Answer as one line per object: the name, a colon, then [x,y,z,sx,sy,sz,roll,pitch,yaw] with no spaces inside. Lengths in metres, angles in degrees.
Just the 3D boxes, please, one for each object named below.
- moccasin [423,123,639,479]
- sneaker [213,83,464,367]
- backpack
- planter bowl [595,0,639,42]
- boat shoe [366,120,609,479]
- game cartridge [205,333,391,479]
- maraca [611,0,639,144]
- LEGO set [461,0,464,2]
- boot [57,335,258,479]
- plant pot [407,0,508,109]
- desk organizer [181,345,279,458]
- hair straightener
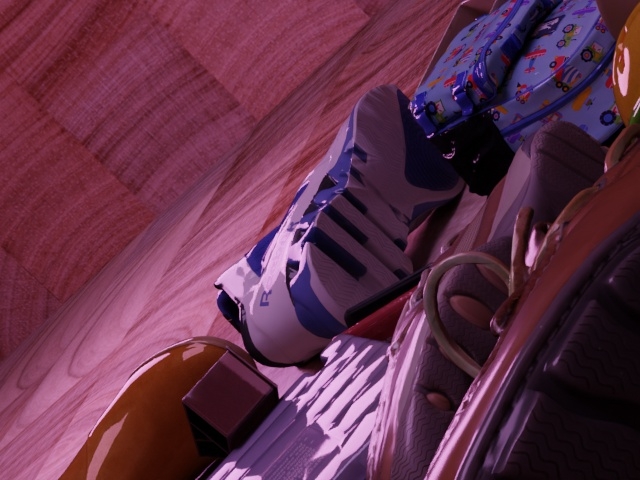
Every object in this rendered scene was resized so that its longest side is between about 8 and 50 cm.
moccasin: [0.135,0.026,0.578,0.147,0.139,0.380,-35,14,46]
sneaker: [0.000,0.001,1.229,0.182,0.127,0.315,-35,16,35]
backpack: [0.174,-0.123,1.069,0.158,0.117,0.173,-52,15,-30]
planter bowl: [0.267,-0.197,0.943,0.109,0.162,0.162,11,51,44]
boat shoe: [0.093,0.058,0.722,0.116,0.123,0.324,-47,1,35]
game cartridge: [-0.057,0.206,0.863,0.355,0.068,0.230,-47,14,-10]
maraca: [0.226,-0.100,0.849,0.127,0.099,0.185,-43,-16,-2]
LEGO set: [0.184,-0.313,1.379,0.331,0.255,0.192,-54,28,-9]
boot: [-0.165,0.222,1.145,0.295,0.104,0.211,-44,15,34]
plant pot: [0.154,-0.141,1.222,0.109,0.096,0.109,-63,12,-7]
desk organizer: [-0.061,0.130,1.028,0.050,0.047,0.130,-47,-18,-19]
hair straightener: [0.104,0.011,1.006,0.230,0.047,0.089,-39,12,28]
